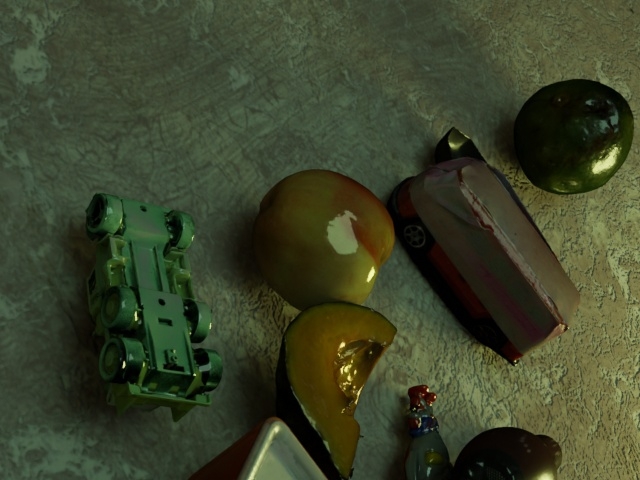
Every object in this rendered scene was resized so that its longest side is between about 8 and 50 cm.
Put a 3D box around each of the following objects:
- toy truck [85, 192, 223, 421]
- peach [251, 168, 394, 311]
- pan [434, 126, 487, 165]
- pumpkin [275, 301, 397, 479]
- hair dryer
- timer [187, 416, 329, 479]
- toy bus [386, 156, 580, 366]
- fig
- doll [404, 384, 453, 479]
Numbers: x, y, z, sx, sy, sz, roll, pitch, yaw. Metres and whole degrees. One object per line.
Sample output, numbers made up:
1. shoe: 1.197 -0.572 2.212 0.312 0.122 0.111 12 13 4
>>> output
1. toy truck: -0.207 0.075 1.409 0.128 0.135 0.259 13 52 -37
2. peach: 0.000 0.000 1.603 0.184 0.184 0.184 21 54 -32
3. pan: 0.234 -0.072 1.932 0.202 0.048 0.128 54 30 -10
4. pumpkin: -0.017 0.184 1.520 0.149 0.130 0.254 34 46 -14
5. hair dryer: 0.246 0.408 1.643 0.312 0.123 0.340 16 76 -67
6. timer: -0.049 0.366 1.335 0.250 0.161 0.257 43 37 -12
7. toy bus: 0.234 0.021 1.824 0.302 0.147 0.127 55 38 -5
8. fig: 0.418 -0.153 2.059 0.245 0.195 0.195 34 45 -50
9. doll: 0.138 0.280 1.648 0.104 0.062 0.194 74 11 -55
